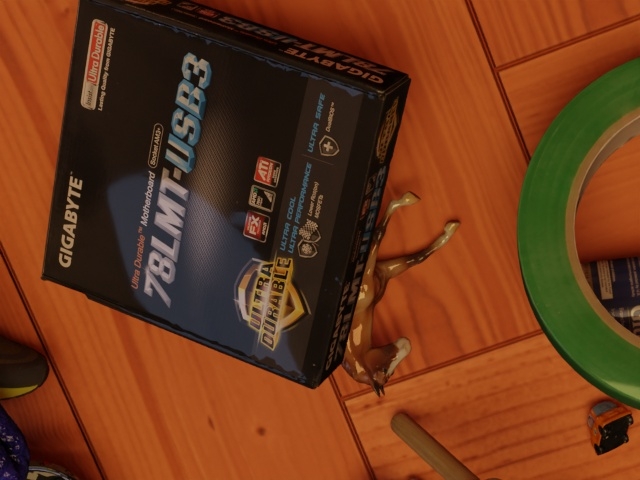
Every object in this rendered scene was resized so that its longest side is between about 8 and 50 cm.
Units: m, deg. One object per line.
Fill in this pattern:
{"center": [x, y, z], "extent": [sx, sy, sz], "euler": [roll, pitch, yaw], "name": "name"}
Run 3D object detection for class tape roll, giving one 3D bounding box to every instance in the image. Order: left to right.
{"center": [0.331, -0.005, 1.661], "extent": [0.321, 0.077, 0.321], "euler": [-1, 80, 7], "name": "tape roll"}

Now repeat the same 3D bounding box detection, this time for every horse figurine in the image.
{"center": [0.000, 0.000, 1.770], "extent": [0.263, 0.066, 0.174], "euler": [35, 101, -6], "name": "horse figurine"}

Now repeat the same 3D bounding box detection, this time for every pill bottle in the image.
{"center": [0.315, 0.058, 1.740], "extent": [0.169, 0.094, 0.094], "euler": [-7, 105, 7], "name": "pill bottle"}

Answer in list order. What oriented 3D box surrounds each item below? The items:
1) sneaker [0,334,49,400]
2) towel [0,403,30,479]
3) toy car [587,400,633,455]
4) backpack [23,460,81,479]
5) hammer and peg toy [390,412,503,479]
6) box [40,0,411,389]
{"center": [-0.385, 0.050, 1.801], "extent": [0.300, 0.111, 0.121], "euler": [29, 103, -6], "name": "sneaker"}
{"center": [-0.436, 0.164, 1.771], "extent": [0.308, 0.076, 0.227], "euler": [-14, 120, 37], "name": "towel"}
{"center": [0.301, 0.152, 1.809], "extent": [0.122, 0.060, 0.040], "euler": [-32, 57, -3], "name": "toy car"}
{"center": [-0.285, 0.282, 1.850], "extent": [0.173, 0.117, 0.158], "euler": [-31, 101, 13], "name": "backpack"}
{"center": [0.084, 0.341, 1.774], "extent": [0.127, 0.266, 0.361], "euler": [29, 107, -26], "name": "hammer and peg toy"}
{"center": [-0.093, -0.052, 1.698], "extent": [0.293, 0.073, 0.295], "euler": [21, 117, 15], "name": "box"}
